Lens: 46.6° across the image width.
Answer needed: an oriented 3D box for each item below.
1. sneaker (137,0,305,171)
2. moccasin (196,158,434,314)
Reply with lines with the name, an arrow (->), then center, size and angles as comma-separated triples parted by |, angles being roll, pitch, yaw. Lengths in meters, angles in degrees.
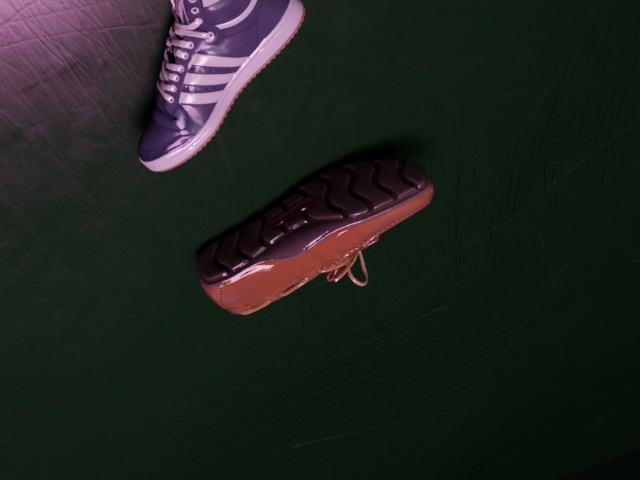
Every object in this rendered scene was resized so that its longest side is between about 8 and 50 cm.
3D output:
sneaker -> -0.159, -0.221, 0.883 | 0.282, 0.099, 0.153 | -48, 138, 7
moccasin -> 0.001, 0.002, 1.138 | 0.380, 0.139, 0.147 | -33, 137, 2
